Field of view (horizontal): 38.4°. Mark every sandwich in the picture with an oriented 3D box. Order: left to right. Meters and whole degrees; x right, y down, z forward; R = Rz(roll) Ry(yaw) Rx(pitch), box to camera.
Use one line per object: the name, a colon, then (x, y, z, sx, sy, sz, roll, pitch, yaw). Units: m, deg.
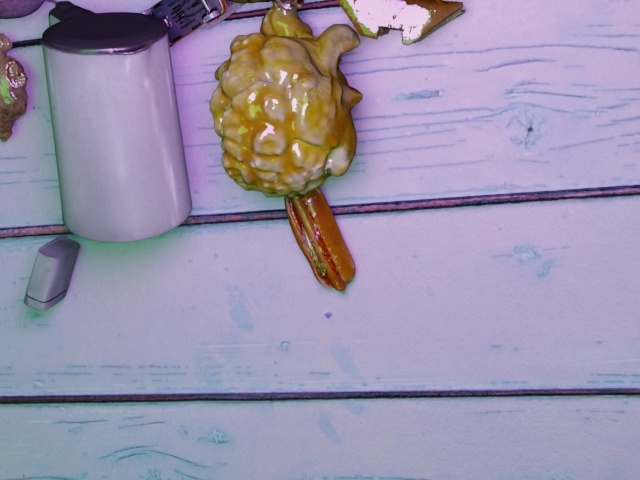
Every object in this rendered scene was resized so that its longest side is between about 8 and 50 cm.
sandwich: (0.130, -0.398, 1.635, 0.244, 0.090, 0.088, 12, 104, 9)

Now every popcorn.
popcorn: (-0.071, -0.242, 1.648, 0.274, 0.279, 0.335, 3, 122, 34)

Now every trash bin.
trash bin: (-0.574, 0.071, 1.962, 0.059, 0.116, 0.130, 24, 111, 5)

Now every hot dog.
hot dog: (0.000, 0.000, 1.814, 0.092, 0.062, 0.236, -24, 101, 17)

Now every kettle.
kettle: (-0.407, -0.238, 1.743, 0.361, 0.250, 0.377, 38, 138, 47)

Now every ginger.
ginger: (-0.657, -0.313, 1.886, 0.137, 0.074, 0.213, -10, 101, 27)

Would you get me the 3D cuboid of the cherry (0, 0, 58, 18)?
cherry: (-0.614, -0.518, 1.742, 0.213, 0.266, 0.184, -7, 70, 16)

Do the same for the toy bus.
toy bus: (-0.253, -0.426, 1.718, 0.194, 0.088, 0.083, -22, 103, 32)

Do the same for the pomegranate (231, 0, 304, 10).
pomegranate: (-0.099, -0.487, 1.582, 0.202, 0.202, 0.248, -45, 58, 23)

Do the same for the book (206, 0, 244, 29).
book: (-0.177, -0.497, 1.727, 0.181, 0.014, 0.127, -30, 98, 22)
